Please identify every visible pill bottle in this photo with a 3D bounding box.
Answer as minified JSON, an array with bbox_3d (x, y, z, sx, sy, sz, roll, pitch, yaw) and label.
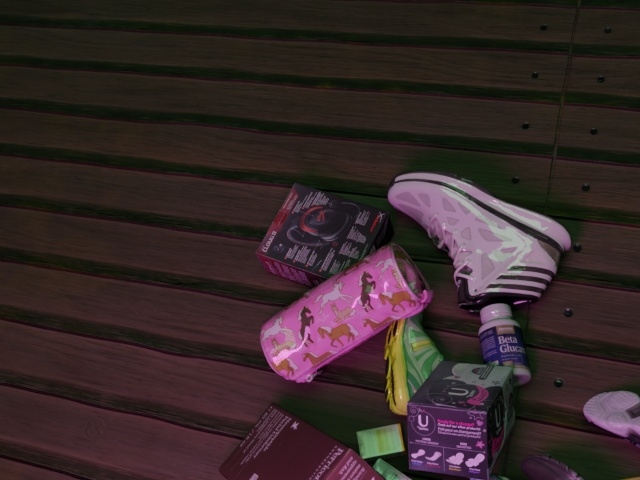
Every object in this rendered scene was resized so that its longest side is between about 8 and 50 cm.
[{"bbox_3d":[0.395,0.227,1.786,0.094,0.094,0.170,-11,59,8],"label":"pill bottle"}]

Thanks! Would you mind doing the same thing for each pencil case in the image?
[{"bbox_3d":[0.055,0.160,1.809,0.386,0.167,0.160,-34,17,17],"label":"pencil case"}]

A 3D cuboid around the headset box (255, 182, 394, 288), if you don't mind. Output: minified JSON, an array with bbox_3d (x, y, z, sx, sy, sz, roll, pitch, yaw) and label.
[{"bbox_3d":[0.000,0.000,2.007,0.293,0.110,0.218,18,67,23],"label":"headset box"}]

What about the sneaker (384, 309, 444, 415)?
[{"bbox_3d":[0.210,0.255,1.830,0.123,0.109,0.296,14,56,-11],"label":"sneaker"}]

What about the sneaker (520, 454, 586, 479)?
[{"bbox_3d":[0.469,0.506,1.507,0.130,0.109,0.286,-47,49,-6],"label":"sneaker"}]

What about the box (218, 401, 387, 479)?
[{"bbox_3d":[-0.041,0.468,1.614,0.191,0.143,0.381,-50,22,-16],"label":"box"}]

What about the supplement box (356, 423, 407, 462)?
[{"bbox_3d":[0.131,0.436,1.768,0.098,0.036,0.062,-12,59,7],"label":"supplement box"}]

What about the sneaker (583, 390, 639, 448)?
[{"bbox_3d":[0.648,0.395,1.623,0.101,0.153,0.268,-38,22,-26],"label":"sneaker"}]

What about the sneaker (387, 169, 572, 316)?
[{"bbox_3d":[0.318,0.011,1.885,0.447,0.169,0.258,22,67,22],"label":"sneaker"}]

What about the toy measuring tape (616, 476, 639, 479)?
[{"bbox_3d":[0.577,0.525,1.579,0.330,0.121,0.122,-18,57,23],"label":"toy measuring tape"}]

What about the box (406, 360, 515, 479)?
[{"bbox_3d":[0.284,0.346,1.631,0.163,0.247,0.142,1,103,25],"label":"box"}]

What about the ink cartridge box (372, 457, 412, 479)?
[{"bbox_3d":[0.141,0.536,1.626,0.127,0.176,0.128,29,72,27],"label":"ink cartridge box"}]

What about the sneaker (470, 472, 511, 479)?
[{"bbox_3d":[0.254,0.554,1.582,0.283,0.122,0.110,-53,24,1],"label":"sneaker"}]
